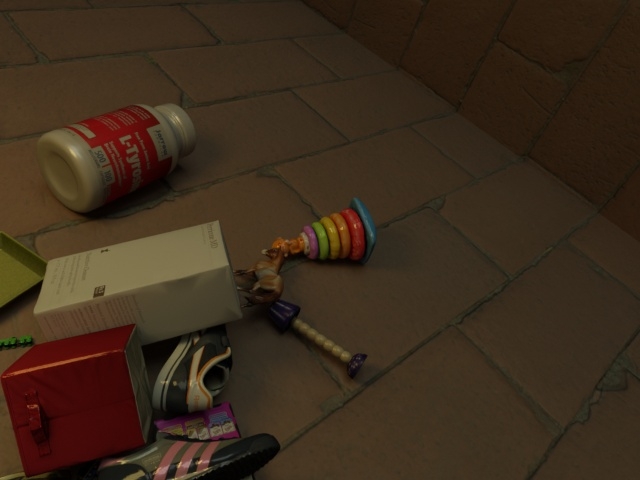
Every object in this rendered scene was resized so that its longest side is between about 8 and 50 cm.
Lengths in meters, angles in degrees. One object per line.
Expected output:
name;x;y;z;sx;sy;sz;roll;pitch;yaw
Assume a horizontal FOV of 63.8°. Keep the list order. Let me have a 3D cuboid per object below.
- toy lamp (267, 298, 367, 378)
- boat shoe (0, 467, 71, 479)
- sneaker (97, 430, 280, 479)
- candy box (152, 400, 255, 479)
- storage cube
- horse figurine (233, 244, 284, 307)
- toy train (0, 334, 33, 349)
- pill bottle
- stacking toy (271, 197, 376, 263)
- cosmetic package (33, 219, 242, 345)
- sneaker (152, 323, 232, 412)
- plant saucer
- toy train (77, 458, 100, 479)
toy lamp;-0.013;0.242;1.308;0.275;0.080;0.080;34;43;10
boat shoe;-0.519;0.436;0.903;0.152;0.056;0.049;-11;46;-32
sneaker;-0.235;0.386;0.926;0.319;0.112;0.131;-9;46;-25
candy box;-0.222;0.450;1.001;0.159;0.071;0.233;-7;49;-26
storage cube;-0.424;0.278;0.933;0.193;0.183;0.215;-11;7;-13
horse figurine;-0.161;0.105;1.342;0.175;0.066;0.263;-7;26;-13
toy train;-0.663;0.218;1.103;0.084;0.017;0.023;-4;38;-26
pill bottle;-0.566;-0.259;1.486;0.229;0.228;0.408;35;44;15
stacking toy;0.000;0.000;1.532;0.302;0.165;0.175;-13;63;-18
cosmetic package;-0.380;0.105;1.120;0.386;0.156;0.217;-16;33;-11
sneaker;-0.250;0.251;1.136;0.128;0.126;0.321;9;33;2
plant saucer;-0.751;0.082;1.187;0.188;0.045;0.188;31;43;10
toy train;-0.414;0.405;1.004;0.036;0.027;0.158;35;41;-2
